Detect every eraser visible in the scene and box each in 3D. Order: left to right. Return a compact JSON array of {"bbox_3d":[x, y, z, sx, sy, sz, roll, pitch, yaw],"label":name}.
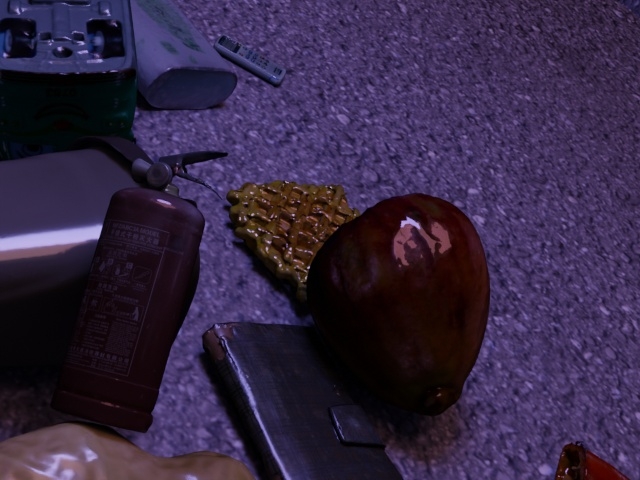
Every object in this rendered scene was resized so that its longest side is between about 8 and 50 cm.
[{"bbox_3d":[-0.248,-0.296,1.871,0.174,0.081,0.227,-9,49,-48],"label":"eraser"}]

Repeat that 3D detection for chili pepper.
[{"bbox_3d":[0.377,0.320,1.593,0.169,0.065,0.088,26,48,-19],"label":"chili pepper"}]

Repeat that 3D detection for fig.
[{"bbox_3d":[0.097,0.074,1.523,0.224,0.263,0.224,-4,14,1],"label":"fig"}]

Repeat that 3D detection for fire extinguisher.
[{"bbox_3d":[-0.163,0.038,1.172,0.105,0.268,0.105,15,-8,2],"label":"fire extinguisher"}]

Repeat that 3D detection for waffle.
[{"bbox_3d":[-0.001,0.001,1.706,0.245,0.052,0.254,-7,48,-44],"label":"waffle"}]

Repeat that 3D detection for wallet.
[{"bbox_3d":[-0.007,0.218,1.409,0.169,0.044,0.317,3,42,-40],"label":"wallet"}]

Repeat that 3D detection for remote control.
[{"bbox_3d":[-0.114,-0.292,2.040,0.124,0.018,0.053,30,31,-4],"label":"remote control"}]

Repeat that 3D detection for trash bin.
[{"bbox_3d":[-0.294,0.024,1.286,0.250,0.219,0.219,-7,48,-36],"label":"trash bin"}]

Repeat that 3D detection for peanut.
[{"bbox_3d":[-0.192,0.235,1.139,0.319,0.147,0.147,7,40,-31],"label":"peanut"}]

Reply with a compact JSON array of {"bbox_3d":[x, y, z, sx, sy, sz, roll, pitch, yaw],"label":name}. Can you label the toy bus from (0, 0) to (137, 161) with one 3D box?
[{"bbox_3d":[-0.330,-0.230,1.592,0.184,0.199,0.343,0,41,-12],"label":"toy bus"}]
